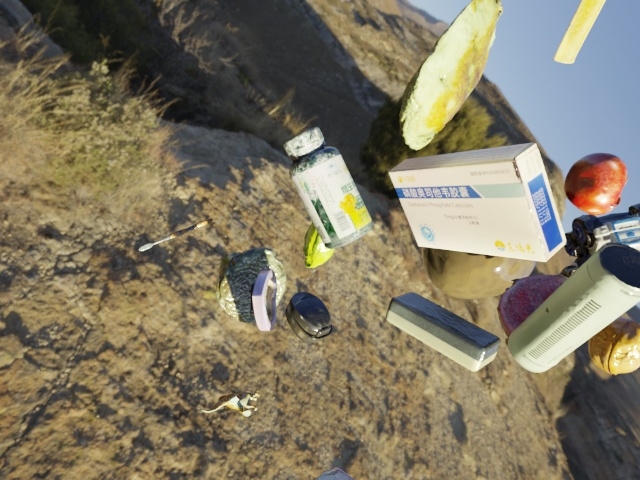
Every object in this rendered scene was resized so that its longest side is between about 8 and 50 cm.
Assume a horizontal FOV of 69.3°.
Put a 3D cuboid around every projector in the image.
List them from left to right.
[{"bbox_3d":[0.489,0.143,0.896,0.337,0.108,0.108,104,-25,-51],"label":"projector"}]

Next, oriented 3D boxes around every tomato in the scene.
[{"bbox_3d":[0.787,-0.160,1.335,0.187,0.151,0.187,10,90,-70],"label":"tomato"}]

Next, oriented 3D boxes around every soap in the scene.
[{"bbox_3d":[0.446,-0.412,0.728,0.037,0.252,0.092,27,51,18],"label":"soap"}]

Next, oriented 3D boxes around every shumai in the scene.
[{"bbox_3d":[-0.316,0.173,1.991,0.263,0.309,0.304,21,-49,63],"label":"shumai"}]

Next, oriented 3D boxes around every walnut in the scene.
[{"bbox_3d":[0.864,0.305,1.349,0.144,0.144,0.180,-46,141,-70],"label":"walnut"}]

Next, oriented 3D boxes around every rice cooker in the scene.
[{"bbox_3d":[-0.037,0.239,1.426,0.112,0.106,0.165,-13,61,-37],"label":"rice cooker"}]

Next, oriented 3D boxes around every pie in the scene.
[{"bbox_3d":[0.215,-0.291,0.789,0.105,0.274,0.257,31,-25,11],"label":"pie"}]

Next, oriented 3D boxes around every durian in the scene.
[{"bbox_3d":[0.000,0.000,1.661,0.101,0.250,0.139,9,18,-15],"label":"durian"}]

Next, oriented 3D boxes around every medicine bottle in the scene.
[{"bbox_3d":[0.013,-0.134,1.174,0.293,0.141,0.141,63,19,-8],"label":"medicine bottle"}]

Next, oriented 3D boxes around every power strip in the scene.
[{"bbox_3d":[0.273,0.202,1.068,0.256,0.070,0.105,29,22,36],"label":"power strip"}]

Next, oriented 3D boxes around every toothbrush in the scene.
[{"bbox_3d":[-0.596,-0.026,1.923,0.031,0.321,0.023,10,-57,69],"label":"toothbrush"}]

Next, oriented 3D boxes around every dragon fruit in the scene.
[{"bbox_3d":[0.587,0.196,1.216,0.211,0.282,0.147,37,-15,35],"label":"dragon fruit"}]

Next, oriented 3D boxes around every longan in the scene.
[{"bbox_3d":[0.547,0.026,1.578,0.404,0.404,0.336,29,27,-54],"label":"longan"}]

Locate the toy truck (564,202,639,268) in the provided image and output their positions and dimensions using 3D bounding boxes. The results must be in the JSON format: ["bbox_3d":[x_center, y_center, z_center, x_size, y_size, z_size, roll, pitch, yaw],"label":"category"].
[{"bbox_3d":[0.676,0.029,1.065,0.213,0.161,0.177,56,24,-65],"label":"toy truck"}]

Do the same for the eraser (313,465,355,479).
[{"bbox_3d":[0.103,0.832,1.281,0.122,0.272,0.359,-28,123,-33],"label":"eraser"}]

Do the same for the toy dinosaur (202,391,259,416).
[{"bbox_3d":[-0.281,0.502,1.466,0.212,0.142,0.057,17,84,-27],"label":"toy dinosaur"}]

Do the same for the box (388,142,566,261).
[{"bbox_3d":[0.292,-0.074,0.925,0.343,0.065,0.200,9,-52,61],"label":"box"}]

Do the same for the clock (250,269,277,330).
[{"bbox_3d":[-0.189,0.188,1.479,0.172,0.064,0.198,47,41,-73],"label":"clock"}]
